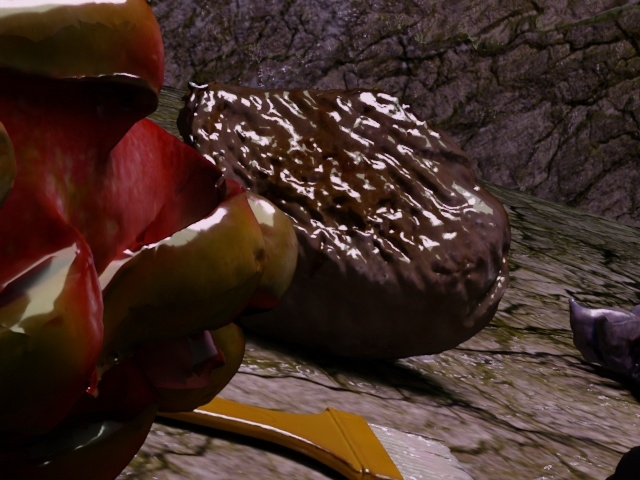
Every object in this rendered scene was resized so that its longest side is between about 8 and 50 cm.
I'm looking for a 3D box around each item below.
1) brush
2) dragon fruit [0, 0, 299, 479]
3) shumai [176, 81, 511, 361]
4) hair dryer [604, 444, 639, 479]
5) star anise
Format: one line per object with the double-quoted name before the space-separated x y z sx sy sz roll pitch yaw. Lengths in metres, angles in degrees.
"brush" -0.049 0.086 0.761 0.272 0.013 0.103 16 8 -13
"dragon fruit" -0.144 -0.001 0.504 0.227 0.243 0.307 -2 -45 34
"shumai" 0.002 0.004 1.049 0.218 0.184 0.185 5 -25 -11
"hair dryer" 0.203 0.185 0.411 0.244 0.116 0.302 17 19 -7
"star anise" 0.279 0.093 1.258 0.180 0.061 0.204 9 8 -23
